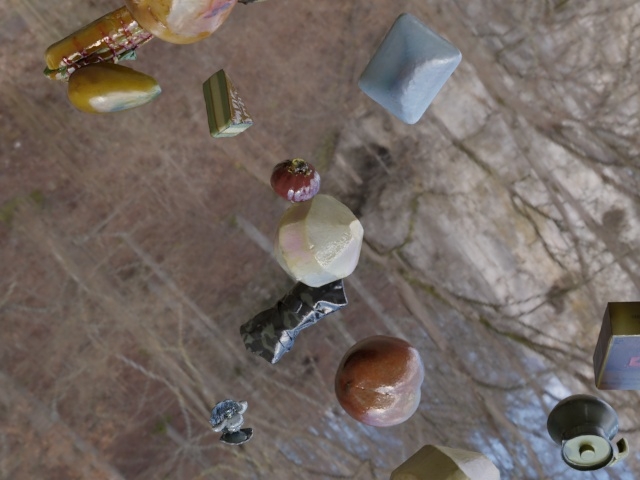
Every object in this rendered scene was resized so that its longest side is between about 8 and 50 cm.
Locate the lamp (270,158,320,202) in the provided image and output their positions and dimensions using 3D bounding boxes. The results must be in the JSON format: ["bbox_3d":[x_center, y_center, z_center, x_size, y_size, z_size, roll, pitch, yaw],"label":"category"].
[{"bbox_3d":[-0.050,-0.119,1.740,0.101,0.101,0.090,-64,171,-48],"label":"lamp"}]

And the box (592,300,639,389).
[{"bbox_3d":[0.549,0.179,1.462,0.159,0.240,0.071,0,-120,10],"label":"box"}]

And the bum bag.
[{"bbox_3d":[-0.073,0.202,2.375,0.340,0.144,0.095,-39,158,11],"label":"bum bag"}]

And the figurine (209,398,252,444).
[{"bbox_3d":[-0.194,0.388,1.874,0.094,0.086,0.082,-12,-171,-37],"label":"figurine"}]

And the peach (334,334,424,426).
[{"bbox_3d":[0.155,0.375,2.341,0.252,0.252,0.252,-33,-158,15],"label":"peach"}]

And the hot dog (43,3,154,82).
[{"bbox_3d":[-0.411,-0.365,1.651,0.250,0.076,0.104,-28,158,3],"label":"hot dog"}]

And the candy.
[{"bbox_3d":[0.158,-0.309,1.583,0.174,0.138,0.071,-55,177,38],"label":"candy"}]

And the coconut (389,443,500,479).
[{"bbox_3d":[0.243,0.510,1.666,0.259,0.259,0.259,-33,-158,15],"label":"coconut"}]

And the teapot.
[{"bbox_3d":[0.504,0.364,1.627,0.130,0.166,0.119,-56,-168,32],"label":"teapot"}]

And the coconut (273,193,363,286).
[{"bbox_3d":[0.000,0.000,2.219,0.237,0.237,0.197,-22,-158,39],"label":"coconut"}]

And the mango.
[{"bbox_3d":[-0.381,-0.279,1.605,0.163,0.089,0.111,-11,-138,-26],"label":"mango"}]

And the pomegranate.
[{"bbox_3d":[-0.225,-0.427,1.396,0.209,0.209,0.209,-33,-158,15],"label":"pomegranate"}]

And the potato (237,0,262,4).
[{"bbox_3d":[-0.078,-0.635,1.870,0.237,0.288,0.301,-2,-165,-44],"label":"potato"}]

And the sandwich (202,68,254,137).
[{"bbox_3d":[-0.249,-0.338,2.141,0.079,0.163,0.113,-30,177,23],"label":"sandwich"}]
